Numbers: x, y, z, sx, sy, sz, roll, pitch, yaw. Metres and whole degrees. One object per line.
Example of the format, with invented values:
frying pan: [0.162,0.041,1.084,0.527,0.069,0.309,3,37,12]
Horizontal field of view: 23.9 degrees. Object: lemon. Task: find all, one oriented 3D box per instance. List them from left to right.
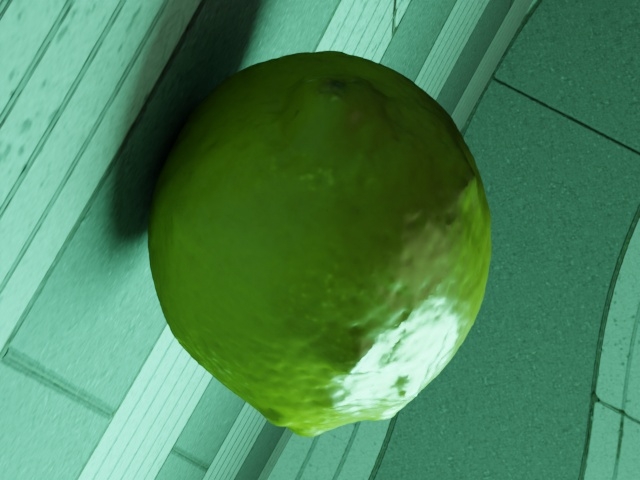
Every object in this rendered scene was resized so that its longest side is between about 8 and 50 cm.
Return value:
lemon: [0.000,0.000,0.992,0.233,0.234,0.288,-57,165,-32]
